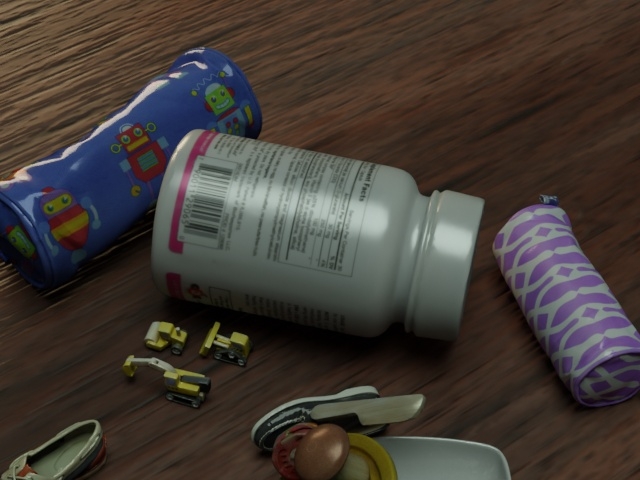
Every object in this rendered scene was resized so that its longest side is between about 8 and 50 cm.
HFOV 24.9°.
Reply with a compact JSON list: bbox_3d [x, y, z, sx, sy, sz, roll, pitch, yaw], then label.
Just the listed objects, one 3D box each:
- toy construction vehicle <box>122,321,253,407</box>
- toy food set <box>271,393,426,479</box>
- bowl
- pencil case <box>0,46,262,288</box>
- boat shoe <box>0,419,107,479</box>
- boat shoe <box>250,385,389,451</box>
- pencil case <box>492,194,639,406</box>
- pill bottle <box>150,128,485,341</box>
[{"bbox_3d":[-0.120,0.103,1.317,0.098,0.035,0.086,16,48,11],"label":"toy construction vehicle"},{"bbox_3d":[-0.011,0.205,1.152,0.128,0.071,0.218,-3,57,40],"label":"toy food set"},{"bbox_3d":[0.087,0.233,1.199,0.142,0.053,0.142,4,48,-1],"label":"bowl"},{"bbox_3d":[-0.198,-0.071,1.420,0.306,0.133,0.119,-38,101,-31],"label":"pencil case"},{"bbox_3d":[-0.239,0.198,1.217,0.137,0.043,0.049,-31,58,-27],"label":"boat shoe"},{"bbox_3d":[0.002,0.162,1.266,0.125,0.046,0.038,-11,44,-24],"label":"boat shoe"},{"bbox_3d":[0.234,0.058,1.355,0.088,0.086,0.206,10,42,-33],"label":"pencil case"},{"bbox_3d":[0.000,0.000,1.336,0.283,0.160,0.160,12,48,7],"label":"pill bottle"}]
